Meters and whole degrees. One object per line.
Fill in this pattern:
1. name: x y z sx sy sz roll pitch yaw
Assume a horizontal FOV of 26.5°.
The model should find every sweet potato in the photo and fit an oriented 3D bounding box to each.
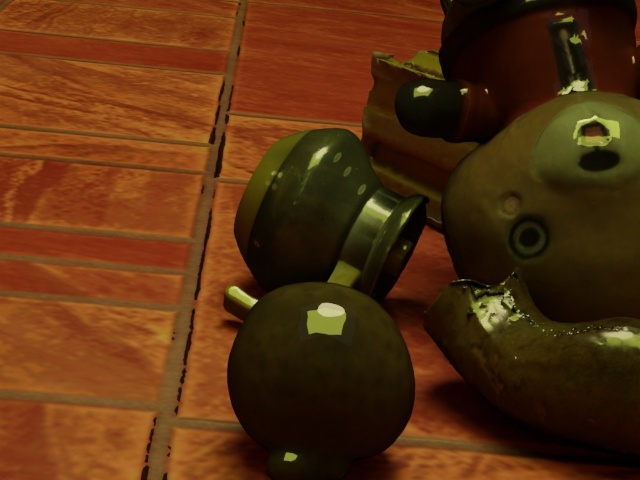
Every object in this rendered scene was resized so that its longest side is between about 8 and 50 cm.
1. sweet potato: 0.197 0.081 0.802 0.285 0.085 0.112 11 33 16

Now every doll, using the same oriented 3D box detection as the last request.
1. doll: 0.168 -0.074 0.959 0.235 0.330 0.174 -8 -19 -8

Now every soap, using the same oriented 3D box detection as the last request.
1. soap: 0.127 -0.080 1.182 0.076 0.135 0.233 -6 22 -32

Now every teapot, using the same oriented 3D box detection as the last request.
1. teapot: 0.000 0.000 0.964 0.119 0.130 0.166 27 57 12

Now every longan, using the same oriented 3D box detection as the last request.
1. longan: 0.000 0.081 0.751 0.106 0.106 0.119 8 58 5
